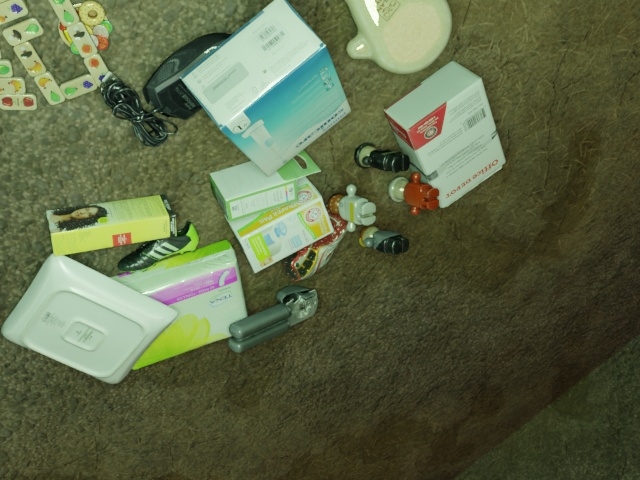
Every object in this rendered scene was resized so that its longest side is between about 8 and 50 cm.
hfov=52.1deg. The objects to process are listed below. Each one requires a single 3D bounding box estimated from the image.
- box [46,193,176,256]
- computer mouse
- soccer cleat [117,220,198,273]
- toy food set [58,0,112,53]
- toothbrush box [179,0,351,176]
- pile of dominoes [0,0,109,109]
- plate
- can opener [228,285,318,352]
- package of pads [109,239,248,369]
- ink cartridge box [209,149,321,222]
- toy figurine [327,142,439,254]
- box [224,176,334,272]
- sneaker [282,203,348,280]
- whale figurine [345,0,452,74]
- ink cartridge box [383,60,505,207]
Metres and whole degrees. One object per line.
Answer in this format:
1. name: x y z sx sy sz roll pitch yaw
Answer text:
1. box: -0.407 -0.032 1.282 0.232 0.087 0.058 -11 130 -24
2. computer mouse: -0.244 -0.294 1.173 0.272 0.072 0.188 -29 152 2
3. soccer cleat: -0.345 0.011 1.379 0.179 0.060 0.072 -23 124 -21
4. toy food set: -0.388 -0.350 1.082 0.083 0.020 0.082 -26 134 -10
5. toothbrush box: -0.082 -0.258 1.173 0.216 0.126 0.295 -39 165 3
6. pile of dominoes: -0.472 -0.313 1.032 0.196 0.040 0.251 -23 133 -2
7. plate: -0.480 0.181 1.342 0.278 0.045 0.277 31 121 -22
8. can opener: -0.117 0.178 1.563 0.284 0.095 0.075 -19 125 -43
9. package of pads: -0.316 0.149 1.469 0.297 0.101 0.229 -18 132 -16
10. ink cartridge box: -0.114 -0.119 1.366 0.209 0.109 0.062 -20 133 -16
11. toy figurine: 0.134 -0.091 1.467 0.213 0.148 0.209 38 81 -37
12. box: -0.089 -0.039 1.448 0.203 0.103 0.114 -27 135 -8
13. sneaker: 0.000 0.000 1.561 0.225 0.088 0.093 -49 160 7
14. whale figurine: 0.120 -0.443 1.251 0.272 0.141 0.216 33 106 -18
15. ink cartridge box: 0.291 -0.236 1.504 0.197 0.114 0.273 -35 135 -1
